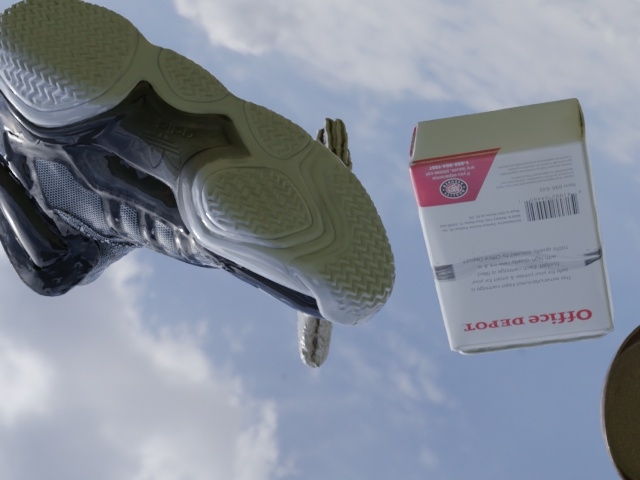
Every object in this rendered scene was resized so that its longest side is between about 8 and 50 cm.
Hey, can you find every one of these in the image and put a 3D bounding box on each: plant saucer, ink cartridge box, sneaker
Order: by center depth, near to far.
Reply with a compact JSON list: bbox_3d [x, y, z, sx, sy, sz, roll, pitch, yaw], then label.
[{"bbox_3d":[-0.089,-0.015,0.807,0.268,0.153,0.101,36,-139,7],"label":"sneaker"},{"bbox_3d":[0.181,-0.010,1.302,0.158,0.218,0.092,-8,-149,12],"label":"ink cartridge box"},{"bbox_3d":[0.348,0.175,1.427,0.198,0.198,0.036,11,170,-34],"label":"plant saucer"}]

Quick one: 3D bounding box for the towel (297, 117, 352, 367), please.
[{"bbox_3d":[0.000,0.000,1.753,0.049,0.282,0.187,6,-159,-3],"label":"towel"}]
